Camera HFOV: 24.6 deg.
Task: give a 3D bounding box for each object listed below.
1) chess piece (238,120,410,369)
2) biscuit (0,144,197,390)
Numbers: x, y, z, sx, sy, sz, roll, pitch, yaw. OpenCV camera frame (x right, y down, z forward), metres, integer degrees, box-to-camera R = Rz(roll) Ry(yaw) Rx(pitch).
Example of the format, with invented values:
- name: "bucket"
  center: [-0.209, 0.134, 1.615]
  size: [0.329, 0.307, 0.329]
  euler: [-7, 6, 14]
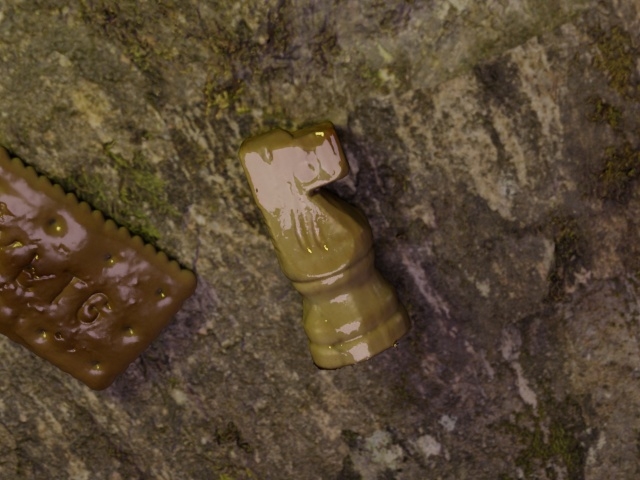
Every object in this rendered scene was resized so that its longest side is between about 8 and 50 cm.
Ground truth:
- name: "chess piece"
  center: [0.000, 0.000, 1.794]
  size: [0.137, 0.137, 0.301]
  euler: [-22, 109, 4]
- name: "biscuit"
  center: [-0.333, 0.042, 1.797]
  size: [0.325, 0.044, 0.217]
  euler: [36, 110, -25]
